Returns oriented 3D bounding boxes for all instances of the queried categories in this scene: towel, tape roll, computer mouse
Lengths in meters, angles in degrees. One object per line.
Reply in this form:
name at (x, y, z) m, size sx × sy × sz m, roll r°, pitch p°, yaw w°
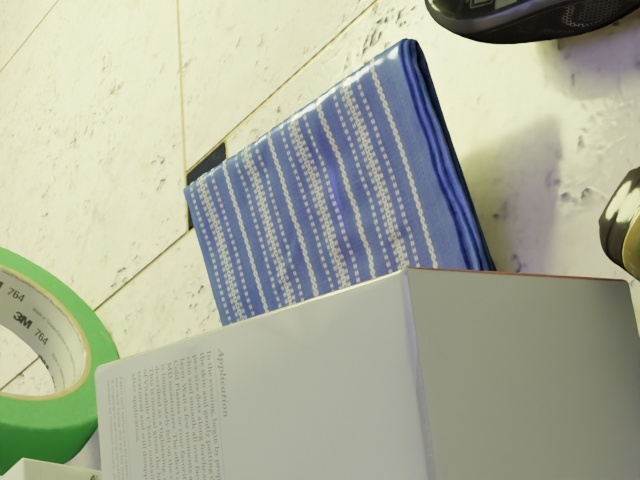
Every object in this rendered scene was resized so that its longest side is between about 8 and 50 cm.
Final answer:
towel at (0.000, 0.000, 0.964) m, size 0.336 × 0.040 × 0.243 m, roll -29°, pitch 72°, yaw 43°
tape roll at (-0.384, 0.120, 1.234) m, size 0.077 × 0.321 × 0.321 m, roll -55°, pitch 38°, yaw 22°
computer mouse at (0.206, -0.207, 0.836) m, size 0.272 × 0.072 × 0.188 m, roll -1°, pitch 71°, yaw 40°

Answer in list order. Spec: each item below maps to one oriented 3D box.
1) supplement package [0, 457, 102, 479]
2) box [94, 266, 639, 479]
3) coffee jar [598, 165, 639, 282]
supplement package at (-0.236, 0.295, 1.077) m, size 0.105 × 0.179 × 0.105 m, roll -40°, pitch 46°, yaw 35°
box at (0.024, 0.139, 0.754) m, size 0.345 × 0.215 × 0.168 m, roll -20°, pitch 72°, yaw 47°
coffee jar at (0.251, 0.021, 0.637) m, size 0.079 × 0.096 × 0.184 m, roll -59°, pitch 36°, yaw 10°
